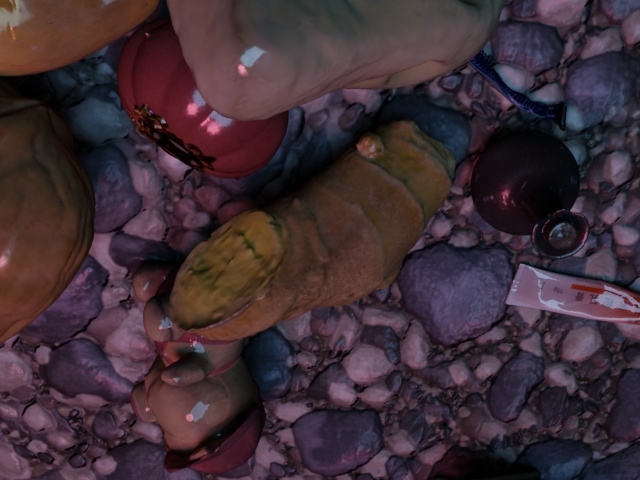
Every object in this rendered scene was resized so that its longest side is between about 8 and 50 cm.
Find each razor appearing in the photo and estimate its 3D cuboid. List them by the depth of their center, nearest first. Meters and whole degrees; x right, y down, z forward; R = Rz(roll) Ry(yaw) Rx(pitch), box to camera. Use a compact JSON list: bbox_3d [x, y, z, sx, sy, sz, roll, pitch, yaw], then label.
[{"bbox_3d":[0.205,-0.169,0.929,0.154,0.044,0.028,32,136,-16],"label":"razor"}]

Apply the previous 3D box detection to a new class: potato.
[{"bbox_3d":[-0.256,-0.247,0.785,0.234,0.146,0.150,-27,145,-13],"label":"potato"}]

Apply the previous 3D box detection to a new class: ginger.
[{"bbox_3d":[0.000,0.000,0.898,0.354,0.126,0.190,-26,131,-23],"label":"ginger"}]

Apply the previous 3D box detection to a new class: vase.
[{"bbox_3d":[0.229,-0.044,0.908,0.120,0.183,0.120,-1,116,-3],"label":"vase"}]

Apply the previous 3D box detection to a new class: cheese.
[{"bbox_3d":[-0.002,-0.295,0.782,0.351,0.129,0.328,-20,86,-35],"label":"cheese"}]

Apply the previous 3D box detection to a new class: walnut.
[{"bbox_3d":[-0.375,-0.029,0.828,0.313,0.277,0.252,-37,145,9],"label":"walnut"}]

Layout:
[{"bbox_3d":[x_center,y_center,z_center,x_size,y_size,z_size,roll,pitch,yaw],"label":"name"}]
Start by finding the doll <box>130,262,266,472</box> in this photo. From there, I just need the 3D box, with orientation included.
[{"bbox_3d":[-0.142,0.154,0.982,0.152,0.196,0.256,-1,111,16],"label":"doll"}]

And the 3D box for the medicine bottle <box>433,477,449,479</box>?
[{"bbox_3d":[0.160,0.384,1.190,0.058,0.058,0.091,20,114,-14],"label":"medicine bottle"}]

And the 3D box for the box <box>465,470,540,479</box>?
[{"bbox_3d":[0.222,0.462,1.153,0.184,0.143,0.273,8,120,-42],"label":"box"}]

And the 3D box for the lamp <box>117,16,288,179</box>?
[{"bbox_3d":[-0.111,-0.146,0.843,0.182,0.182,0.140,39,73,-21],"label":"lamp"}]

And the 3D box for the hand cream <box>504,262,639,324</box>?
[{"bbox_3d":[0.343,0.072,1.064,0.216,0.038,0.052,10,88,-6],"label":"hand cream"}]
